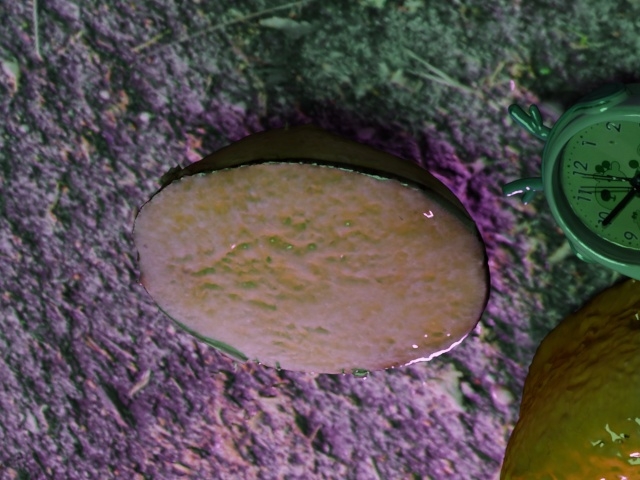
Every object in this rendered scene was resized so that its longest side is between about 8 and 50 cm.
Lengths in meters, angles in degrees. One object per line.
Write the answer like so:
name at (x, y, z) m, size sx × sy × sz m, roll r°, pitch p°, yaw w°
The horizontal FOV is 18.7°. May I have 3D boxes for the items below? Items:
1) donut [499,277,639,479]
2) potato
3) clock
donut at (0.337, 0.256, 1.575) m, size 0.435 × 0.163 × 0.378 m, roll 23°, pitch 128°, yaw 12°
potato at (0.000, 0.000, 1.625) m, size 0.299 × 0.116 × 0.239 m, roll 0°, pitch 126°, yaw 15°
clock at (0.243, -0.052, 1.494) m, size 0.211 × 0.066 × 0.159 m, roll 16°, pitch 125°, yaw 19°
